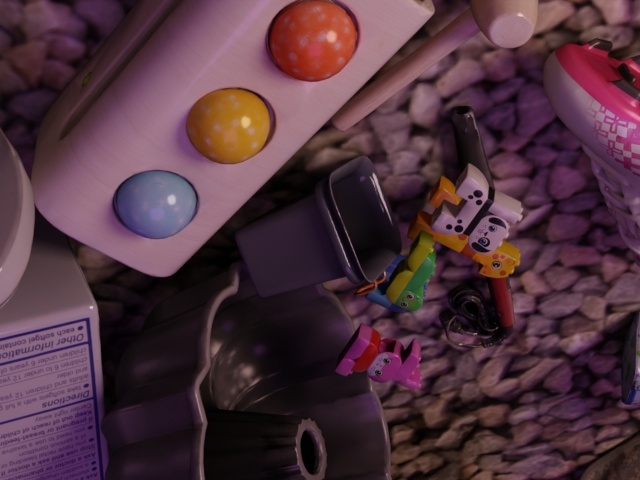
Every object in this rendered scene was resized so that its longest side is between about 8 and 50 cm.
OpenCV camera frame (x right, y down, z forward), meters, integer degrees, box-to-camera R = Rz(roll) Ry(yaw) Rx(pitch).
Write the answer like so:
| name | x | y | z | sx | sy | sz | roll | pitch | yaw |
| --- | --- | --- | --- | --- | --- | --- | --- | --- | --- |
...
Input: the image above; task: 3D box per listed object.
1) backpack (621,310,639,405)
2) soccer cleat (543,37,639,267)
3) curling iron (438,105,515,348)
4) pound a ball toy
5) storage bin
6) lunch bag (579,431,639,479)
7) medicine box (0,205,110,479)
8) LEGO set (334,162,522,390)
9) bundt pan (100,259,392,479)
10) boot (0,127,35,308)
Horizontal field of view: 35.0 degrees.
| name | x | y | z | sx | sy | sz | roll | pitch | yaw |
| --- | --- | --- | --- | --- | --- | --- | --- | --- | --- |
| backpack | 0.339 | 0.127 | 0.997 | 0.084 | 0.105 | 0.114 | 5 | 135 | 14 |
| soccer cleat | 0.279 | -0.038 | 0.822 | 0.331 | 0.116 | 0.143 | 24 | 123 | -30 |
| curling iron | 0.134 | 0.001 | 0.881 | 0.068 | 0.035 | 0.274 | -12 | 133 | -1 |
| pound a ball toy | -0.020 | -0.100 | 0.689 | 0.208 | 0.136 | 0.319 | 31 | 120 | -33 |
| storage bin | 0.000 | 0.000 | 0.785 | 0.091 | 0.135 | 0.098 | -19 | 97 | 20 |
| lunch bag | 0.373 | 0.368 | 1.127 | 0.168 | 0.235 | 0.287 | 8 | 130 | -15 |
| medicine box | -0.311 | 0.133 | 0.788 | 0.263 | 0.149 | 0.289 | -13 | 135 | -21 |
| LEGO set | 0.108 | 0.029 | 0.839 | 0.093 | 0.087 | 0.227 | 26 | 127 | -6 |
| bundt pan | -0.059 | 0.181 | 0.829 | 0.124 | 0.331 | 0.331 | -14 | 136 | 25 |
| boot | -0.217 | -0.017 | 0.645 | 0.095 | 0.258 | 0.123 | -25 | 136 | -5 |
